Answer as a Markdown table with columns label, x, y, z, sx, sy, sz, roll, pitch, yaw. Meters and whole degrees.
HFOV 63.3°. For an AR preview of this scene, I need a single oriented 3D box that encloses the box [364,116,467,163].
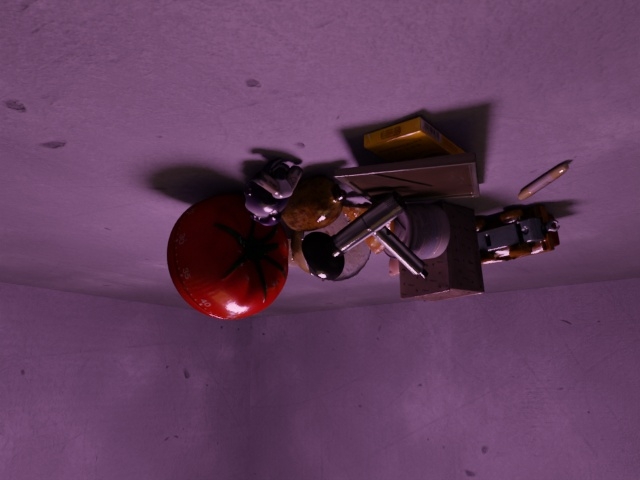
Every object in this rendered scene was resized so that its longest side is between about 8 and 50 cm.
| label | x | y | z | sx | sy | sz | roll | pitch | yaw |
| --- | --- | --- | --- | --- | --- | --- | --- | --- | --- |
| box | 0.242 | -0.215 | 1.266 | 0.152 | 0.043 | 0.269 | -9 | 162 | 39 |

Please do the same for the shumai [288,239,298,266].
| label | x | y | z | sx | sy | sz | roll | pitch | yaw |
| --- | --- | --- | --- | --- | --- | --- | --- | --- | --- |
| shumai | -0.083 | 0.000 | 1.888 | 0.201 | 0.120 | 0.201 | -22 | 136 | -22 |

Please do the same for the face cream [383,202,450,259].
| label | x | y | z | sx | sy | sz | roll | pitch | yaw |
| --- | --- | --- | --- | --- | --- | --- | --- | --- | --- |
| face cream | 0.286 | -0.029 | 1.608 | 0.153 | 0.177 | 0.177 | 0 | 166 | -32 |

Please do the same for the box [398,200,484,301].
| label | x | y | z | sx | sy | sz | roll | pitch | yaw |
| --- | --- | --- | --- | --- | --- | --- | --- | --- | --- |
| box | 0.396 | 0.048 | 1.751 | 0.191 | 0.296 | 0.225 | 11 | 161 | -36 |

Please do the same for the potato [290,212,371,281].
| label | x | y | z | sx | sy | sz | roll | pitch | yaw |
| --- | --- | --- | --- | --- | --- | --- | --- | --- | --- |
| potato | 0.000 | 0.000 | 1.724 | 0.300 | 0.246 | 0.196 | 37 | 168 | -39 |

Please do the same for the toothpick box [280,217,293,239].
| label | x | y | z | sx | sy | sz | roll | pitch | yaw |
| --- | --- | --- | --- | --- | --- | --- | --- | --- | --- |
| toothpick box | -0.174 | -0.036 | 1.786 | 0.149 | 0.098 | 0.098 | -14 | 160 | 35 |

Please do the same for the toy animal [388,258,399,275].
| label | x | y | z | sx | sy | sz | roll | pitch | yaw |
| --- | --- | --- | --- | --- | --- | --- | --- | --- | --- |
| toy animal | 0.393 | 0.097 | 2.199 | 0.198 | 0.171 | 0.171 | 15 | 158 | -38 |

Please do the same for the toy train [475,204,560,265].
| label | x | y | z | sx | sy | sz | roll | pitch | yaw |
| --- | --- | --- | --- | --- | --- | --- | --- | --- | --- |
| toy train | 0.678 | -0.013 | 1.830 | 0.232 | 0.163 | 0.369 | 1 | 166 | -41 |

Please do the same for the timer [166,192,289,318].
| label | x | y | z | sx | sy | sz | roll | pitch | yaw |
| --- | --- | --- | --- | --- | --- | --- | --- | --- | --- |
| timer | -0.278 | 0.050 | 1.570 | 0.279 | 0.377 | 0.378 | -16 | 158 | 37 |

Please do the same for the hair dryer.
| label | x | y | z | sx | sy | sz | roll | pitch | yaw |
| --- | --- | --- | --- | --- | --- | --- | --- | --- | --- |
| hair dryer | 0.149 | 0.046 | 1.486 | 0.320 | 0.284 | 0.155 | -26 | -169 | 28 |

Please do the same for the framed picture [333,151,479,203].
| label | x | y | z | sx | sy | sz | roll | pitch | yaw |
| --- | --- | --- | --- | --- | --- | --- | --- | --- | --- |
| framed picture | 0.250 | -0.152 | 1.375 | 0.326 | 0.028 | 0.446 | -4 | 174 | 17 |

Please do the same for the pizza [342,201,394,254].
| label | x | y | z | sx | sy | sz | roll | pitch | yaw |
| --- | --- | --- | --- | --- | --- | --- | --- | --- | --- |
| pizza | 0.149 | -0.070 | 1.583 | 0.053 | 0.193 | 0.201 | -39 | 160 | -34 |

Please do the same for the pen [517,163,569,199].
| label | x | y | z | sx | sy | sz | roll | pitch | yaw |
| --- | --- | --- | --- | --- | --- | --- | --- | --- | --- |
| pen | 0.640 | -0.167 | 1.493 | 0.040 | 0.032 | 0.233 | -21 | 169 | -16 |

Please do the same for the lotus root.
| label | x | y | z | sx | sy | sz | roll | pitch | yaw |
| --- | --- | --- | --- | --- | --- | --- | --- | --- | --- |
| lotus root | -0.016 | -0.104 | 1.465 | 0.128 | 0.145 | 0.260 | -34 | -171 | -37 |

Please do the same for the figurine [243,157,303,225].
| label | x | y | z | sx | sy | sz | roll | pitch | yaw |
| --- | --- | --- | --- | --- | --- | --- | --- | --- | --- |
| figurine | -0.134 | -0.125 | 1.410 | 0.145 | 0.145 | 0.222 | 6 | 162 | -23 |
